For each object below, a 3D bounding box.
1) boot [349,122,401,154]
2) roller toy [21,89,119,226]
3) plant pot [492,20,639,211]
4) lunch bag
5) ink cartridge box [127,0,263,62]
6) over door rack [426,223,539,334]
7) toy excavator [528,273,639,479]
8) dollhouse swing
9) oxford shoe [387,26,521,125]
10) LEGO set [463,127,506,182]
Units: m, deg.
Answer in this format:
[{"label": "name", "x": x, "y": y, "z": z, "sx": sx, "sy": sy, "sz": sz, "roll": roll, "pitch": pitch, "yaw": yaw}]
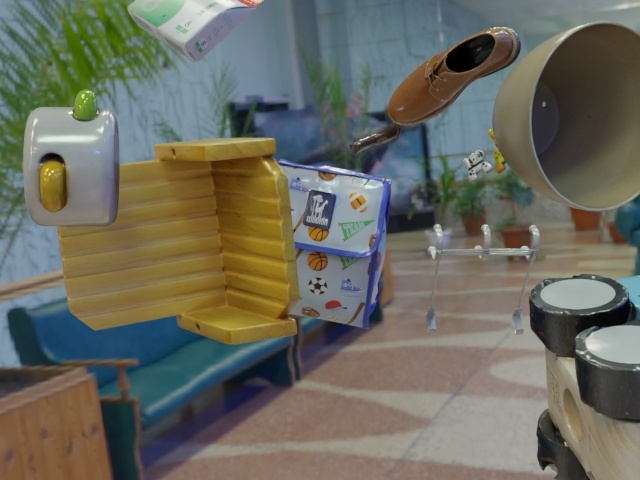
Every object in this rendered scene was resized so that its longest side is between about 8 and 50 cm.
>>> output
[{"label": "boot", "x": 0.131, "y": -0.247, "z": 2.060, "sx": 0.114, "sy": 0.037, "sz": 0.106, "roll": -19, "pitch": -11, "yaw": -21}, {"label": "roller toy", "x": -0.398, "y": -0.114, "z": 1.349, "sx": 0.146, "sy": 0.209, "sz": 0.191, "roll": 0, "pitch": -26, "yaw": -10}, {"label": "plant pot", "x": 0.385, "y": -0.194, "z": 1.356, "sx": 0.284, "sy": 0.283, "sz": 0.191, "roll": -9, "pitch": 11, "yaw": -25}, {"label": "lunch bag", "x": 0.000, "y": 0.000, "z": 2.126, "sx": 0.328, "sy": 0.385, "sz": 0.239, "roll": 10, "pitch": 26, "yaw": 7}, {"label": "ink cartridge box", "x": -0.195, "y": -0.423, "z": 1.461, "sx": 0.224, "sy": 0.056, "sz": 0.181, "roll": -46, "pitch": 54, "yaw": -10}, {"label": "over door rack", "x": 0.374, "y": 0.084, "z": 2.009, "sx": 0.240, "sy": 0.324, "sz": 0.108, "roll": 0, "pitch": 43, "yaw": 2}, {"label": "toy excavator", "x": 0.461, "y": 0.131, "z": 0.964, "sx": 0.446, "sy": 0.222, "sz": 0.433, "roll": -8, "pitch": 18, "yaw": -1}, {"label": "dollhouse swing", "x": -0.257, "y": 0.009, "z": 1.475, "sx": 0.305, "sy": 0.346, "sz": 0.315, "roll": -12, "pitch": 12, "yaw": -35}, {"label": "oxford shoe", "x": 0.166, "y": -0.227, "z": 1.163, "sx": 0.212, "sy": 0.076, "sz": 0.076, "roll": -33, "pitch": -11, "yaw": 33}, {"label": "LEGO set", "x": 0.411, "y": -0.222, "z": 1.853, "sx": 0.227, "sy": 0.093, "sz": 0.087, "roll": -34, "pitch": -18, "yaw": 20}]
